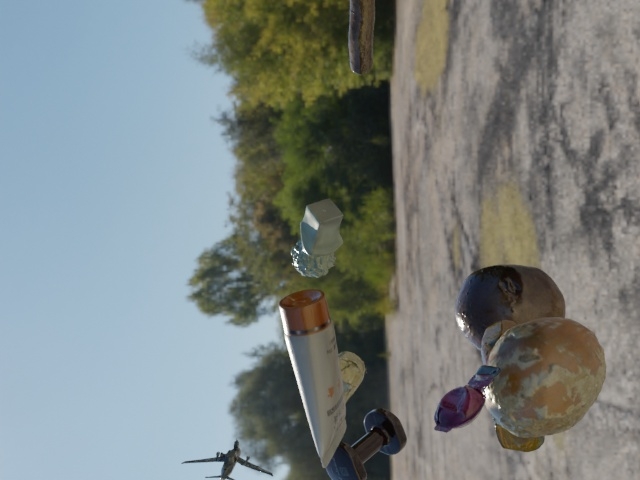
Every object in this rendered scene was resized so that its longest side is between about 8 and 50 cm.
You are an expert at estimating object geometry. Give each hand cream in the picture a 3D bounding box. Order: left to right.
[{"bbox_3d":[-0.007,0.250,1.433,0.139,0.089,0.314,-51,-46,-60],"label":"hand cream"}]

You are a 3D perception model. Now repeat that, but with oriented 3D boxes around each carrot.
[{"bbox_3d":[0.412,0.304,1.704,0.302,0.114,0.114,-85,-8,-49],"label":"carrot"}]

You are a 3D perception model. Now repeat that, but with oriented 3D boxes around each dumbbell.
[{"bbox_3d":[0.121,0.562,2.133,0.225,0.124,0.140,-29,-80,-41],"label":"dumbbell"}]

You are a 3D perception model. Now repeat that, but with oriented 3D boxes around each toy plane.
[{"bbox_3d":[-0.223,0.550,1.942,0.226,0.226,0.058,-70,-14,-75],"label":"toy plane"}]

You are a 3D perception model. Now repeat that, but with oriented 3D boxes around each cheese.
[{"bbox_3d":[0.228,0.246,1.233,0.095,0.145,0.038,-6,123,57],"label":"cheese"}]

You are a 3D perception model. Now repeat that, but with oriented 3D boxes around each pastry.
[{"bbox_3d":[0.040,0.342,1.875,0.166,0.088,0.166,-54,-5,-8],"label":"pastry"}]

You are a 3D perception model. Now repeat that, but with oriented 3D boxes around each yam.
[{"bbox_3d":[0.081,-0.443,1.553,0.057,0.057,0.241,-87,-5,-53],"label":"yam"}]

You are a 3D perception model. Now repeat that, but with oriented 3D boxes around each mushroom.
[{"bbox_3d":[0.597,0.223,2.558,0.356,0.331,0.334,108,163,-75],"label":"mushroom"}]

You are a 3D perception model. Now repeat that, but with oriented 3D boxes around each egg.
[{"bbox_3d":[0.382,0.230,1.354,0.233,0.195,0.195,-48,-17,-13],"label":"egg"}]

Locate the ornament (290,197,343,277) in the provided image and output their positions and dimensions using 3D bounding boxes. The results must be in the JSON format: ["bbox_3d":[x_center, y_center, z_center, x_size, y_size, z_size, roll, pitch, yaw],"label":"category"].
[{"bbox_3d":[-0.010,0.006,2.077,0.120,0.130,0.285,61,164,21],"label":"ornament"}]
